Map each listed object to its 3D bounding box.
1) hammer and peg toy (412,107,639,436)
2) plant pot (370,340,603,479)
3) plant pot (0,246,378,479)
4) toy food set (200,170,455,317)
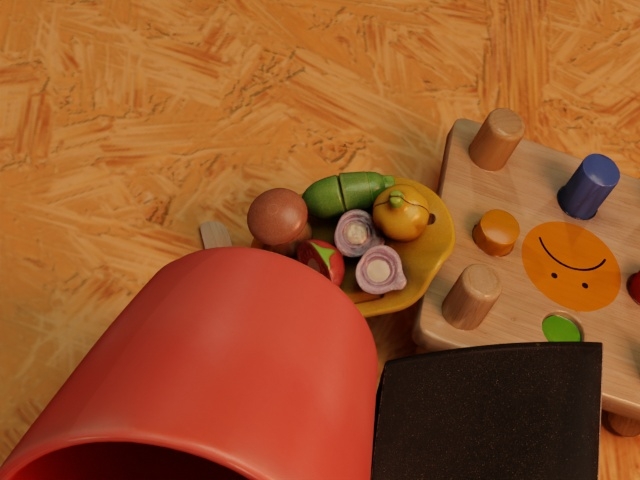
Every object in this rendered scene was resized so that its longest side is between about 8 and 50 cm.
[{"bbox_3d":[0.267,0.039,1.529,0.361,0.127,0.266,18,51,-8],"label":"hammer and peg toy"},{"bbox_3d":[0.115,0.188,1.346,0.167,0.188,0.187,10,54,-2],"label":"plant pot"},{"bbox_3d":[-0.076,0.152,1.256,0.275,0.275,0.243,25,42,-3],"label":"plant pot"},{"bbox_3d":[0.000,0.000,1.433,0.218,0.071,0.128,-13,62,9],"label":"toy food set"}]
